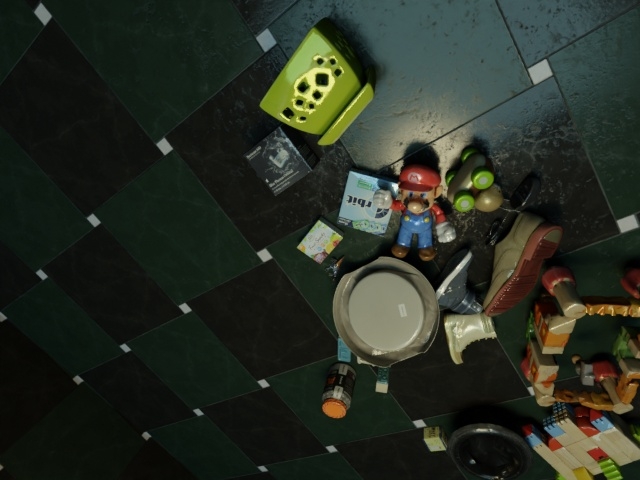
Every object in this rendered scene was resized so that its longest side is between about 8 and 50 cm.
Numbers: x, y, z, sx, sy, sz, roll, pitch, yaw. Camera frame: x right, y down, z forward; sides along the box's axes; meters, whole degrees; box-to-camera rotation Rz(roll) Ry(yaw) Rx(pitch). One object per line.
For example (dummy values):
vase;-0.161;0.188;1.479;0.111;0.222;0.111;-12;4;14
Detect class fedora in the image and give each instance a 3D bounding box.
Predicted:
fedora;0.650;0.777;1.565;0.334;0.152;0.334;7;121;12

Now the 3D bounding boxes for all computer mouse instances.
computer mouse;0.548;-0.074;1.142;0.041;0.071;0.242;19;125;-8

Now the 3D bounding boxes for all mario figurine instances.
mario figurine;0.266;-0.065;1.146;0.198;0.170;0.321;-19;131;-11

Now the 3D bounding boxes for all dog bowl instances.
dog bowl;0.218;0.225;1.304;0.348;0.102;0.349;0;89;27

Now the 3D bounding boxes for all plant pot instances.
plant pot;0.011;-0.389;1.016;0.207;0.228;0.227;35;123;-15

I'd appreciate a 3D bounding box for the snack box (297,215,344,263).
snack box;0.000;0.000;1.353;0.100;0.037;0.141;36;122;-5

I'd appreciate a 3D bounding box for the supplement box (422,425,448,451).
supplement box;0.487;0.841;1.705;0.083;0.056;0.083;-20;113;25

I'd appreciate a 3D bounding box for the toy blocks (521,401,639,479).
toy blocks;0.924;0.700;1.450;0.261;0.191;0.381;43;122;2

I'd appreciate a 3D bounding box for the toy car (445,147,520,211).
toy car;0.455;-0.137;1.088;0.188;0.155;0.149;23;124;-10

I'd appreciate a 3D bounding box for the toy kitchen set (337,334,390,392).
toy kitchen set;0.157;0.452;1.500;0.207;0.166;0.122;6;122;12

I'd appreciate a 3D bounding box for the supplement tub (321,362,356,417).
supplement tub;0.072;0.593;1.593;0.117;0.190;0.117;7;121;11

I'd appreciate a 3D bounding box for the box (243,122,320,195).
box;-0.116;-0.247;1.208;0.156;0.093;0.158;-30;107;28

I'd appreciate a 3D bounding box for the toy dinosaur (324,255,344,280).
toy dinosaur;0.055;0.104;1.401;0.090;0.047;0.082;-17;133;12

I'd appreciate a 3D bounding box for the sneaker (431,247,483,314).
sneaker;0.466;0.139;1.275;0.163;0.086;0.226;26;125;3

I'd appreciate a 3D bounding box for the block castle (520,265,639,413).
block castle;0.795;0.289;1.208;0.303;0.213;0.453;1;122;11

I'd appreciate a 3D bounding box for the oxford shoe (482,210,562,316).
oxford shoe;0.571;0.075;1.199;0.123;0.130;0.348;3;123;-29

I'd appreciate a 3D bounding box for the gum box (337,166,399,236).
gum box;0.147;-0.118;1.241;0.157;0.041;0.184;16;123;5

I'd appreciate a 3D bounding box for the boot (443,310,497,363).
boot;0.522;0.335;1.386;0.165;0.077;0.213;-11;113;19
